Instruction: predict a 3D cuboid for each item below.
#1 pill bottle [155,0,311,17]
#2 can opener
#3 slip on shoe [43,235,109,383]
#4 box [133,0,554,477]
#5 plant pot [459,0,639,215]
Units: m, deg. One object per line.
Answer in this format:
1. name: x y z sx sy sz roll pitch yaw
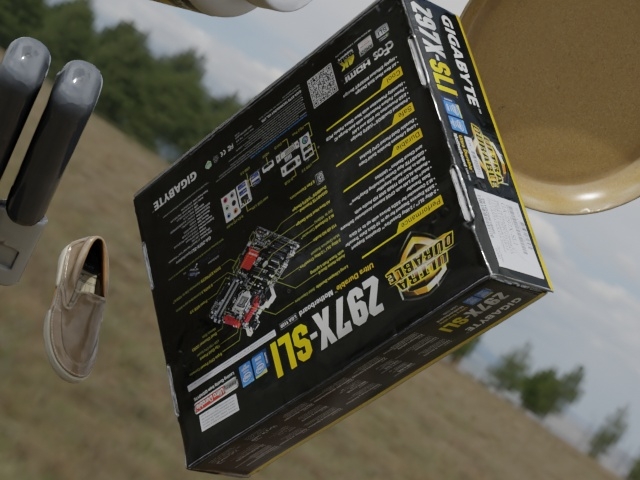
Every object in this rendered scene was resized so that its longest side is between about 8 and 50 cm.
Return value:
1. pill bottle: -0.155 -0.366 1.810 0.334 0.188 0.188 19 -9 36
2. can opener: -0.229 -0.026 1.099 0.076 0.095 0.283 24 -35 -11
3. slip on shoe: -0.210 0.059 1.365 0.051 0.135 0.041 27 -38 -34
4. box: 0.000 0.000 1.188 0.079 0.322 0.257 16 48 -45
5. plant pot: 0.212 -0.138 1.274 0.236 0.236 0.032 33 8 -18
